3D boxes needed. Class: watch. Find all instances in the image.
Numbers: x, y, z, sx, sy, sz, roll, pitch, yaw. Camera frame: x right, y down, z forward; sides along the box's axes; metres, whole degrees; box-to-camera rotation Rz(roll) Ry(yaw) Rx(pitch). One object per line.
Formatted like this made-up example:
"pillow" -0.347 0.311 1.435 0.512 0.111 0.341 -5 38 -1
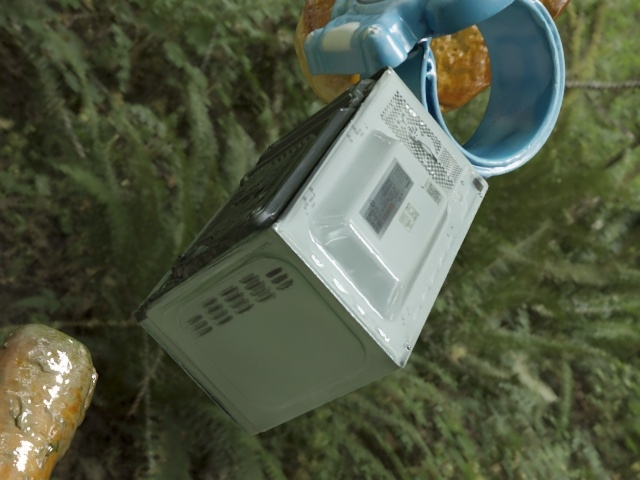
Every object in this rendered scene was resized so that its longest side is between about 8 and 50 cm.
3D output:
"watch" 0.109 -0.144 0.925 0.193 0.211 0.211 56 18 -26

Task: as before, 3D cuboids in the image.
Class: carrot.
"carrot" -0.367 0.242 1.258 0.139 0.139 0.302 41 52 -27

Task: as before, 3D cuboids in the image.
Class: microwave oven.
"microwave oven" 0.000 0.000 0.709 0.122 0.162 0.208 48 39 -13

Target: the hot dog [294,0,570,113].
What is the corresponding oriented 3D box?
"hot dog" 0.167 -0.298 1.231 0.223 0.405 0.185 24 28 -41
